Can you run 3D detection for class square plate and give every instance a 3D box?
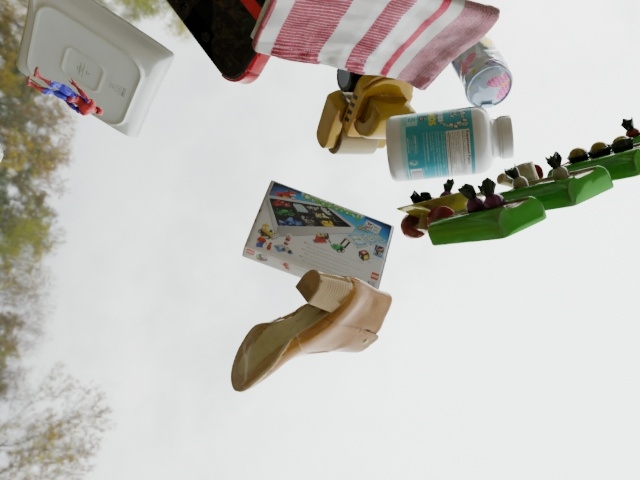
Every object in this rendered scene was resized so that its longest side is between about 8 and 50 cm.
[{"bbox_3d":[-0.551,-0.418,1.568,0.347,0.344,0.049,-43,-161,50],"label":"square plate"}]

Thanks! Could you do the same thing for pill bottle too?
[{"bbox_3d":[0.278,-0.210,1.435,0.263,0.146,0.146,-5,-111,11],"label":"pill bottle"}]

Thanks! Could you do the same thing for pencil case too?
[{"bbox_3d":[0.372,-0.431,1.604,0.273,0.113,0.124,-99,-159,-49],"label":"pencil case"}]

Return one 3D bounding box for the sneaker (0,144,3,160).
[{"bbox_3d":[-0.496,-0.065,0.739,0.094,0.255,0.151,63,-37,31],"label":"sneaker"}]

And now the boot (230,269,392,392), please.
[{"bbox_3d":[-0.009,0.188,1.222,0.295,0.211,0.104,-51,-138,16],"label":"boot"}]

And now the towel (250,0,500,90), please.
[{"bbox_3d":[0.074,-0.326,1.028,0.237,0.328,0.037,144,-48,-67],"label":"towel"}]

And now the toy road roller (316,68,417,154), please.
[{"bbox_3d":[0.143,-0.338,1.854,0.330,0.202,0.241,112,-34,-43],"label":"toy road roller"}]

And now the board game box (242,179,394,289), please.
[{"bbox_3d":[0.000,0.000,1.482,0.053,0.305,0.193,115,-5,-56],"label":"board game box"}]

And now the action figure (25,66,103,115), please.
[{"bbox_3d":[-0.375,-0.217,0.987,0.038,0.115,0.030,-35,-135,27],"label":"action figure"}]

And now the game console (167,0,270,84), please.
[{"bbox_3d":[-0.196,-0.577,1.448,0.387,0.060,0.342,53,-54,16],"label":"game console"}]

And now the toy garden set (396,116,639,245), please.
[{"bbox_3d":[0.197,-0.062,0.610,0.049,0.244,0.204,68,-19,-4],"label":"toy garden set"}]
